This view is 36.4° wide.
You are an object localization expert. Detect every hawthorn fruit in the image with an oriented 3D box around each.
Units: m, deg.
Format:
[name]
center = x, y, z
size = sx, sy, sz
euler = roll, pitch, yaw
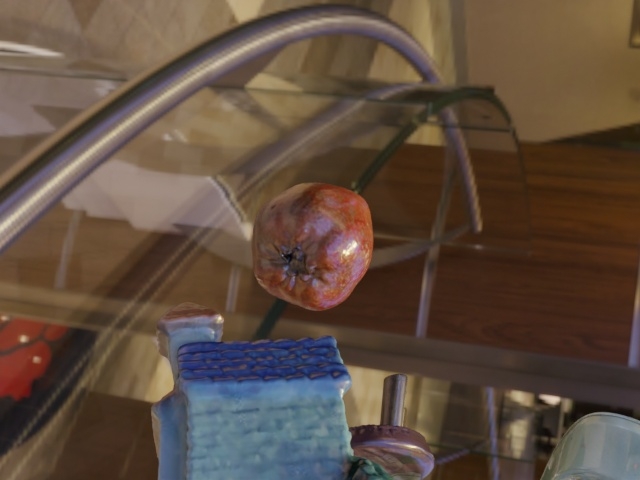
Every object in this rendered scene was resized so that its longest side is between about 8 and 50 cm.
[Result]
[hawthorn fruit]
center = 0.000, 0.000, 1.652
size = 0.262, 0.210, 0.211
euler = -30, 124, -66

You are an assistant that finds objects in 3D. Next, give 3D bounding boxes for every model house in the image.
[model house]
center = -0.067, 0.225, 1.045
size = 0.295, 0.251, 0.329
euler = 95, -16, -53

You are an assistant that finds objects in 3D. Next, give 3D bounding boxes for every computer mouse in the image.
[computer mouse]
center = 0.317, 0.276, 1.045
size = 0.097, 0.159, 0.288
euler = -56, 159, -31

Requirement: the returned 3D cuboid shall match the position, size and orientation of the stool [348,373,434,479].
[stool]
center = 0.093, 0.408, 2.025
size = 0.272, 0.272, 0.178
euler = 73, 9, -53
